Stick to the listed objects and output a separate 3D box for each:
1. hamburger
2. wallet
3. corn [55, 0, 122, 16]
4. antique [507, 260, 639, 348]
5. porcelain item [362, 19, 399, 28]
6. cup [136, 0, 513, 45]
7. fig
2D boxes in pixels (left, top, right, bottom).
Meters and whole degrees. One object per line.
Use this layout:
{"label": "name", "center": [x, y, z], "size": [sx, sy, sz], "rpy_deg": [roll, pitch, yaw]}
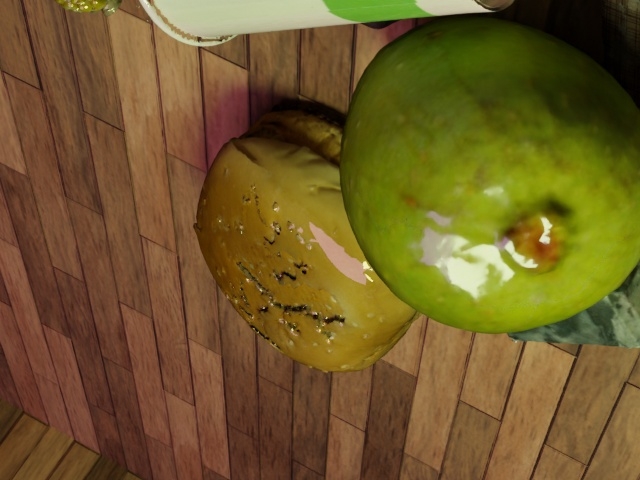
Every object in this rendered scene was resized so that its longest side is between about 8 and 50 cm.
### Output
{"label": "hamburger", "center": [-0.005, 0.001, 1.676], "size": [0.284, 0.174, 0.304], "rpy_deg": [42, 147, 9]}
{"label": "wallet", "center": [0.296, -0.125, 1.273], "size": [0.124, 0.042, 0.230], "rpy_deg": [26, 150, 28]}
{"label": "corn", "center": [-0.305, -0.355, 1.497], "size": [0.097, 0.097, 0.320], "rpy_deg": [-5, 131, 51]}
{"label": "antique", "center": [0.264, 0.049, 1.538], "size": [0.183, 0.088, 0.086], "rpy_deg": [-1, 137, 47]}
{"label": "porcelain item", "center": [0.041, -0.227, 1.371], "size": [0.216, 0.069, 0.081], "rpy_deg": [11, 141, 28]}
{"label": "cup", "center": [0.016, -0.268, 1.150], "size": [0.274, 0.253, 0.253], "rpy_deg": [8, 144, 29]}
{"label": "fig", "center": [0.135, -0.070, 1.293], "size": [0.258, 0.258, 0.326], "rpy_deg": [56, 180, -36]}
